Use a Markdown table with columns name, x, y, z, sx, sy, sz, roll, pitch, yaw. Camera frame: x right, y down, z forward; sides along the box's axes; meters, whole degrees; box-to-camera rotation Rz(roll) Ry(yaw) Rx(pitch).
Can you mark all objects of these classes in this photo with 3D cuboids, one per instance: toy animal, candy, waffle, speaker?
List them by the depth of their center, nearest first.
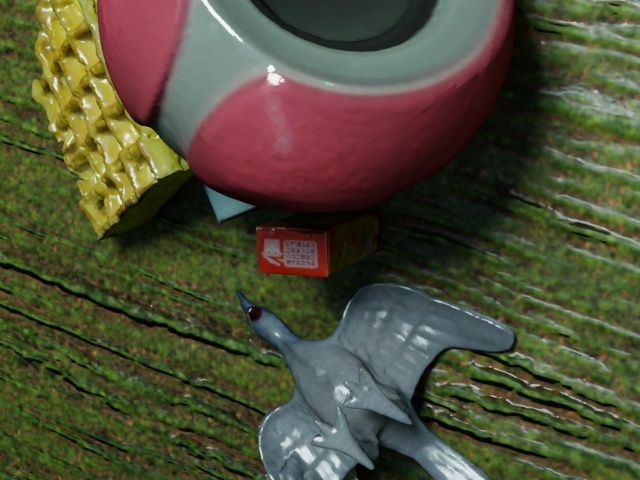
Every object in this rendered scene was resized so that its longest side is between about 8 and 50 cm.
| name | x | y | z | sx | sy | sz | roll | pitch | yaw |
| --- | --- | --- | --- | --- | --- | --- | --- | --- | --- |
| speaker | -0.004 | -0.154 | 0.778 | 0.294 | 0.294 | 0.294 | 4 | 101 | 22 |
| candy | 0.000 | 0.000 | 0.885 | 0.062 | 0.122 | 0.038 | 3 | 100 | 22 |
| toy animal | 0.033 | 0.124 | 0.902 | 0.255 | 0.176 | 0.239 | 40 | 94 | -6 |
| waffle | -0.191 | -0.122 | 0.950 | 0.160 | 0.055 | 0.211 | -36 | 78 | 54 |

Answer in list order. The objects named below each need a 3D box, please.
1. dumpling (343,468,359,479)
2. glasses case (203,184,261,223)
| name | x | y | z | sx | sy | sz | roll | pitch | yaw |
| --- | --- | --- | --- | --- | --- | --- | --- | --- | --- |
| dumpling | -0.001 | 0.201 | 0.968 | 0.077 | 0.043 | 0.059 | 21 | 124 | 2 |
| glasses case | -0.088 | -0.156 | 0.942 | 0.105 | 0.056 | 0.266 | -22 | 90 | 0 |
